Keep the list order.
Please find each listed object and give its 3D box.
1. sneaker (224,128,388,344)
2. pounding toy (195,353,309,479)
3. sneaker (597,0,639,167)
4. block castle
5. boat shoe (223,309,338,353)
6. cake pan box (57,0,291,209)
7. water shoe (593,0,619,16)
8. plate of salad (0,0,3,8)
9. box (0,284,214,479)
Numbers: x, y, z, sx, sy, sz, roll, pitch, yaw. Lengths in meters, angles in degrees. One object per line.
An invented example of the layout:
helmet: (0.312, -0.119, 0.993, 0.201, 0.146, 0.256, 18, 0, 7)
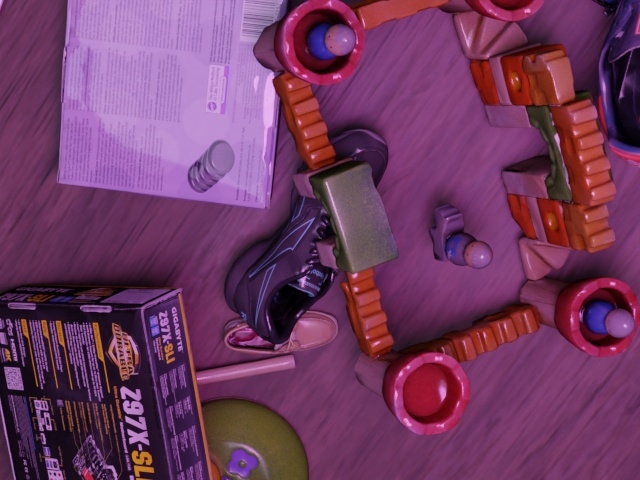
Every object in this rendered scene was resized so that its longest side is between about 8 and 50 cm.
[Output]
sneaker: (0.000, 0.000, 1.661, 0.101, 0.106, 0.267, 22, 110, -36)
pounding toy: (-0.110, 0.260, 1.735, 0.182, 0.110, 0.237, -2, 102, 5)
sneaker: (0.348, -0.239, 1.482, 0.131, 0.148, 0.350, 8, 104, 25)
block castle: (0.141, -0.059, 1.539, 0.303, 0.213, 0.453, -21, 101, -17)
boat shoe: (-0.047, 0.111, 1.730, 0.135, 0.045, 0.050, -7, 101, 6)
cake pan box: (-0.163, -0.180, 1.668, 0.245, 0.070, 0.267, 5, 103, 2)
water shoe: (0.338, -0.254, 1.606, 0.203, 0.073, 0.080, 11, 105, 3)
plate of salad: (-0.453, -0.301, 1.676, 0.199, 0.048, 0.200, 1, 101, 4)
box: (-0.248, 0.214, 1.697, 0.257, 0.079, 0.322, -1, 103, 34)
